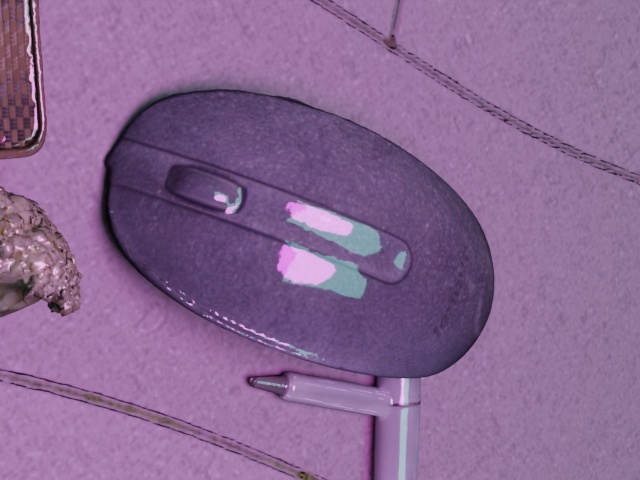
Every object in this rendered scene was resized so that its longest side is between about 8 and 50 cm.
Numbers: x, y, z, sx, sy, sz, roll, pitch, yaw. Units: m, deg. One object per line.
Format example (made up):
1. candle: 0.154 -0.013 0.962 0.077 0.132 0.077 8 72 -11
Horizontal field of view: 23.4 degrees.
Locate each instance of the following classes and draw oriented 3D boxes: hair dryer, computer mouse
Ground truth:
1. hair dryer: 0.010 0.156 1.391 0.183 0.044 0.154 -1 93 -29
2. computer mouse: 0.002 -0.002 1.295 0.374 0.114 0.203 20 85 -24

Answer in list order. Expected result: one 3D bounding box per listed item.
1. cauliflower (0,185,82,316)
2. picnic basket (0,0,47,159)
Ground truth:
1. cauliflower: -0.305 0.086 1.030 0.272 0.275 0.250 -6 58 -35
2. picnic basket: -0.332 -0.131 1.067 0.267 0.139 0.165 -8 99 -32
